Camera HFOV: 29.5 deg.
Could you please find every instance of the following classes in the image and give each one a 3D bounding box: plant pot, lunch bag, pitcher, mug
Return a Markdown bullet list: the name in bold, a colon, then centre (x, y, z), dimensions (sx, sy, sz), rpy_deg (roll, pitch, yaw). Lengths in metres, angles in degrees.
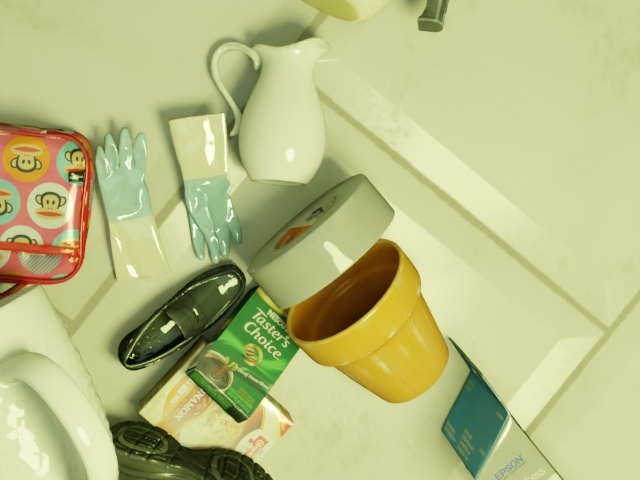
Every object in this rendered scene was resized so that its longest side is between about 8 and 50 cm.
- **plant pot**: centre (0.086, 0.134, 1.786), dimensions (0.205, 0.205, 0.188), rpy_deg (-41, 116, -1)
- **lunch bag**: centre (-0.473, -0.041, 1.720), dimensions (0.293, 0.120, 0.258), rpy_deg (5, 101, -8)
- **pitcher**: centre (-0.077, -0.187, 1.758), dimensions (0.178, 0.125, 0.207), rpy_deg (3, 87, 12)
- **mug**: centre (-0.393, 0.254, 1.590), dimensions (0.276, 0.374, 0.328), rpy_deg (-32, 99, -39)

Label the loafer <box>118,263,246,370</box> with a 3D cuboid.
- **loafer**: centre (-0.202, 0.118, 1.792), dimensions (0.223, 0.078, 0.076), rpy_deg (-37, 101, -2)

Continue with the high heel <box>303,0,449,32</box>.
- **high heel**: centre (0.075, -0.414, 1.774), dimensions (0.261, 0.093, 0.186), rpy_deg (13, 73, 3)

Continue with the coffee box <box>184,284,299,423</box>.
- **coffee box**: centre (-0.104, 0.163, 1.784), dimensions (0.113, 0.040, 0.184), rpy_deg (45, 54, -9)

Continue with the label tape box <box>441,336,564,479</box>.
- **label tape box**: centre (0.274, 0.326, 1.805), dimensions (0.106, 0.240, 0.333), rpy_deg (-39, 100, 1)

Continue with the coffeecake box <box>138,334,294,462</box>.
- **coffeecake box**: centre (-0.156, 0.258, 1.823), dimensions (0.185, 0.068, 0.142), rpy_deg (43, 90, -11)

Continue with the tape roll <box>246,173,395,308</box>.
- **tape roll**: centre (0.000, 0.000, 1.733), dimensions (0.219, 0.219, 0.072), rpy_deg (-40, 100, -1)

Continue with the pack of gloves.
- **pack of gloves**: centre (-0.223, -0.068, 1.792), dimensions (0.195, 0.046, 0.232), rpy_deg (-9, 109, -6)

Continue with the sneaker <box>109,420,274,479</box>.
- **sneaker**: centre (-0.189, 0.364, 1.764), dimensions (0.286, 0.109, 0.130), rpy_deg (21, 114, 5)
